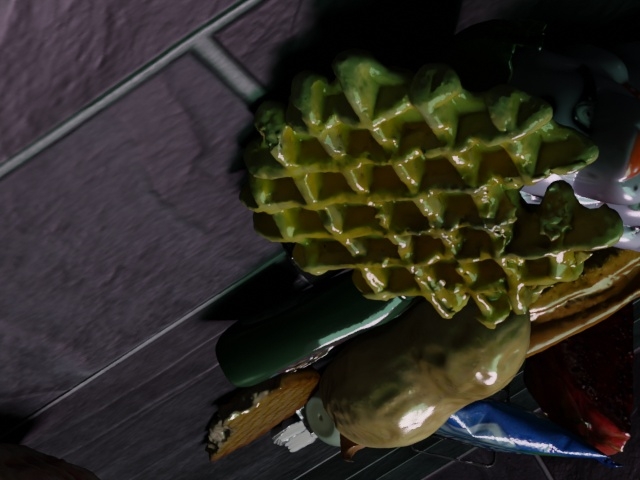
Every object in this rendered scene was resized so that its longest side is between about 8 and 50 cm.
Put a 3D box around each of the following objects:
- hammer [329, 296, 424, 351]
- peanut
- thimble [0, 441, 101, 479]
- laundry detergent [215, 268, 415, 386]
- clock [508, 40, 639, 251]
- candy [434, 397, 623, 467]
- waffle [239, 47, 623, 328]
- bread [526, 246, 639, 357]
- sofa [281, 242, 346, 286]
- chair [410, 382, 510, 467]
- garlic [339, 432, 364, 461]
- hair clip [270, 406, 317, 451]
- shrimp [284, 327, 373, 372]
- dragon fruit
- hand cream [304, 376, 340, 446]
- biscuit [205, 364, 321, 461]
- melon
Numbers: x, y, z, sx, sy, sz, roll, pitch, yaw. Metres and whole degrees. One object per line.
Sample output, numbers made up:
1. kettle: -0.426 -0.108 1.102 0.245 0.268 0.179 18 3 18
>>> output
1. hammer: 0.119 0.068 1.432 0.365 0.043 0.111 -23 162 -19
2. peanut: 0.103 0.143 1.312 0.147 0.148 0.319 -16 168 -38
3. thimble: -0.286 0.299 1.093 0.239 0.239 0.162 -32 161 6
4. laundry detergent: 0.012 0.063 1.142 0.211 0.063 0.137 -28 178 25
5. clock: 0.215 -0.084 0.994 0.254 0.189 0.189 3 143 -48
6. candy: 0.255 0.268 1.794 0.331 0.077 0.187 17 174 -16
7. waffle: 0.067 -0.032 0.841 0.261 0.250 0.056 128 -17 -59
8. bread: 0.318 0.057 1.608 0.380 0.109 0.185 -28 -176 3
9. sofa: 0.000 0.000 1.051 0.060 0.039 0.118 -33 162 2
10. chair: 0.239 0.234 1.988 0.145 0.221 0.140 13 160 3
11. garlic: 0.101 0.175 1.514 0.207 0.128 0.115 -47 140 10
12. hair clip: 0.002 0.256 1.744 0.140 0.054 0.220 -35 165 -1
13. shrimp: 0.057 0.069 1.311 0.251 0.052 0.143 -29 165 -8
14. dragon fruit: 0.378 0.204 1.926 0.152 0.317 0.205 18 137 -6
15. hand cream: 0.115 0.188 1.656 0.305 0.093 0.147 -17 -174 -38
16. biscuit: -0.084 0.211 1.509 0.228 0.031 0.176 -39 160 29
17. melon: 0.097 -0.082 0.863 0.053 0.114 0.262 -12 162 -14
